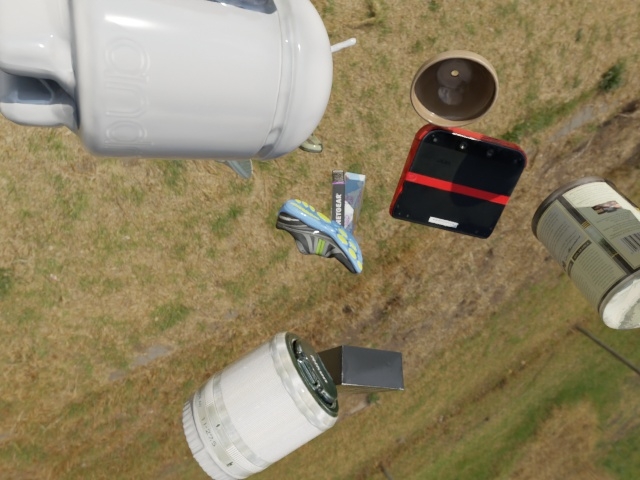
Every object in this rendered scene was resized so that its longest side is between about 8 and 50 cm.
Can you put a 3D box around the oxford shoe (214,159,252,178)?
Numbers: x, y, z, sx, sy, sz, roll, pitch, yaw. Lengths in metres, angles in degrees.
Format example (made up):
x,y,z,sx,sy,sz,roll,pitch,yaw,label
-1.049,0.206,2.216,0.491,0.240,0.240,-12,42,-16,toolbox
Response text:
x,y,z,sx,sy,sz,roll,pitch,yaw,label
-0.389,-0.365,1.490,0.130,0.169,0.449,-22,144,18,oxford shoe

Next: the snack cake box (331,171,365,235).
x,y,z,sx,sy,sz,roll,pitch,yaw,label
0.114,-0.143,1.762,0.089,0.264,0.152,11,134,10,snack cake box

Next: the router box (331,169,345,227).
x,y,z,sx,sy,sz,roll,pitch,yaw,label
0.060,-0.133,1.451,0.046,0.133,0.178,0,118,2,router box

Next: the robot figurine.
x,y,z,sx,sy,sz,roll,pitch,yaw,label
-0.136,-0.187,0.459,0.354,0.199,0.300,-5,165,-29,robot figurine

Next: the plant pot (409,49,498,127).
x,y,z,sx,sy,sz,roll,pitch,yaw,label
0.383,-0.450,1.226,0.237,0.238,0.109,49,45,-38,plant pot

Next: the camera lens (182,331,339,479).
x,y,z,sx,sy,sz,roll,pitch,yaw,label
-0.116,0.342,0.900,0.274,0.219,0.219,-34,128,4,camera lens

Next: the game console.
x,y,z,sx,sy,sz,roll,pitch,yaw,label
0.459,-0.192,1.435,0.387,0.060,0.341,13,118,-8,game console

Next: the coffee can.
x,y,z,sx,sy,sz,roll,pitch,yaw,label
0.621,0.021,0.921,0.202,0.275,0.201,-5,132,-6,coffee can

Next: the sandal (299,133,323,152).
x,y,z,sx,sy,sz,roll,pitch,yaw,label
-0.080,-0.436,1.658,0.120,0.303,0.086,-15,134,-34,sandal

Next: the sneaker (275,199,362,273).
x,y,z,sx,sy,sz,roll,pitch,yaw,label
0.000,0.000,0.791,0.188,0.067,0.078,35,118,-9,sneaker

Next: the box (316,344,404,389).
x,y,z,sx,sy,sz,roll,pitch,yaw,label
0.075,0.360,1.171,0.185,0.103,0.261,11,155,-25,box
